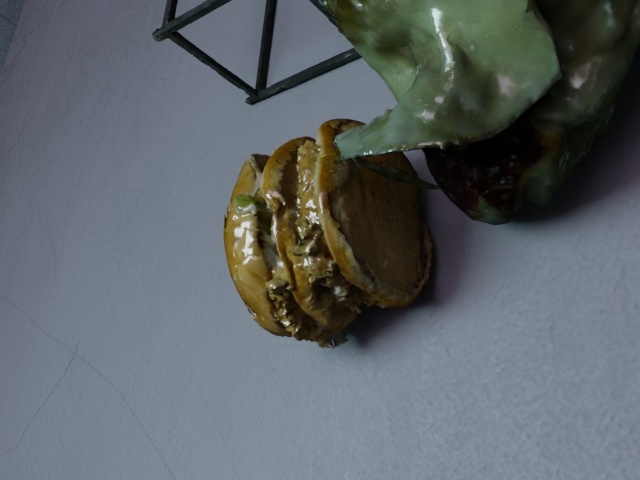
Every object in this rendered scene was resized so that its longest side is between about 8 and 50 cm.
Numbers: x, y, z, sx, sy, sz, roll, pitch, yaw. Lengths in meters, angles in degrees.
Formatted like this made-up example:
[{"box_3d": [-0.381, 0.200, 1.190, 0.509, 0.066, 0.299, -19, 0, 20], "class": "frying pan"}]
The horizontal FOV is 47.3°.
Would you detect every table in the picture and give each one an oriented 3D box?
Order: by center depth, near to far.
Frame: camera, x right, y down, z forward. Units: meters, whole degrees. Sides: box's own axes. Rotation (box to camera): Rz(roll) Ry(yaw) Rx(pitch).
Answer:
[{"box_3d": [-0.073, -0.442, 1.158, 0.272, 0.222, 0.335, -15, 59, 38], "class": "table"}]

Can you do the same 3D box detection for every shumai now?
[{"box_3d": [0.176, -0.190, 0.767, 0.395, 0.395, 0.348, 6, 95, 45], "class": "shumai"}]

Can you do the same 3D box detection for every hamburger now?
[{"box_3d": [0.004, 0.000, 0.863, 0.211, 0.245, 0.261, -15, 98, 28], "class": "hamburger"}]
